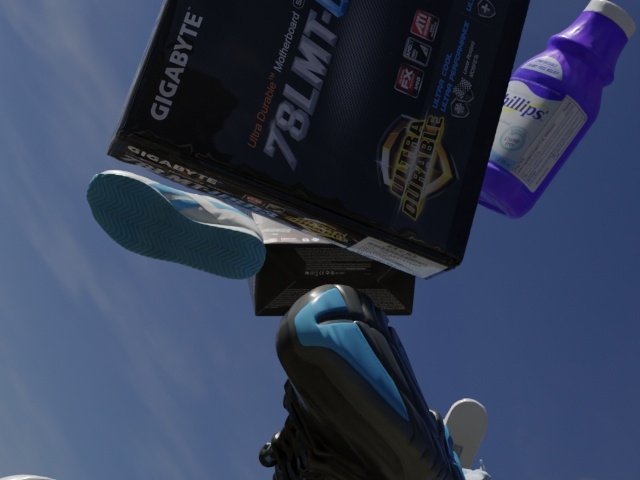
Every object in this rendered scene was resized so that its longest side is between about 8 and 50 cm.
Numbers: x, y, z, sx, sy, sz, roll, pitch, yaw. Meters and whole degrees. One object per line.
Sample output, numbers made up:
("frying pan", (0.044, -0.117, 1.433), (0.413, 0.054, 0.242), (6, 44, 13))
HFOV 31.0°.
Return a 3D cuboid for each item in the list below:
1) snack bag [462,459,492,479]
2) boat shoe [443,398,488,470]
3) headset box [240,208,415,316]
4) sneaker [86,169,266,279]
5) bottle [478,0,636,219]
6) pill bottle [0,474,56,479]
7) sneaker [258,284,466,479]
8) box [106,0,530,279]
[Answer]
("snack bag", (-0.023, 0.330, 1.077), (0.037, 0.342, 0.323), (51, -25, -13))
("boat shoe", (0.140, 0.273, 1.358), (0.066, 0.184, 0.063), (20, -12, 4))
("headset box", (0.000, 0.000, 1.648), (0.293, 0.218, 0.110), (-110, -157, -67))
("sneaker", (-0.178, -0.023, 1.418), (0.228, 0.087, 0.092), (25, 16, -14))
("bottle", (0.276, -0.163, 1.398), (0.092, 0.283, 0.118), (40, -5, -41))
("pill bottle", (-0.360, 0.376, 1.353), (0.176, 0.176, 0.318), (54, -32, 8))
("sneaker", (0.020, 0.154, 0.827), (0.341, 0.139, 0.125), (63, 8, -53))
("box", (0.011, -0.154, 0.957), (0.293, 0.295, 0.073), (23, -18, -15))
